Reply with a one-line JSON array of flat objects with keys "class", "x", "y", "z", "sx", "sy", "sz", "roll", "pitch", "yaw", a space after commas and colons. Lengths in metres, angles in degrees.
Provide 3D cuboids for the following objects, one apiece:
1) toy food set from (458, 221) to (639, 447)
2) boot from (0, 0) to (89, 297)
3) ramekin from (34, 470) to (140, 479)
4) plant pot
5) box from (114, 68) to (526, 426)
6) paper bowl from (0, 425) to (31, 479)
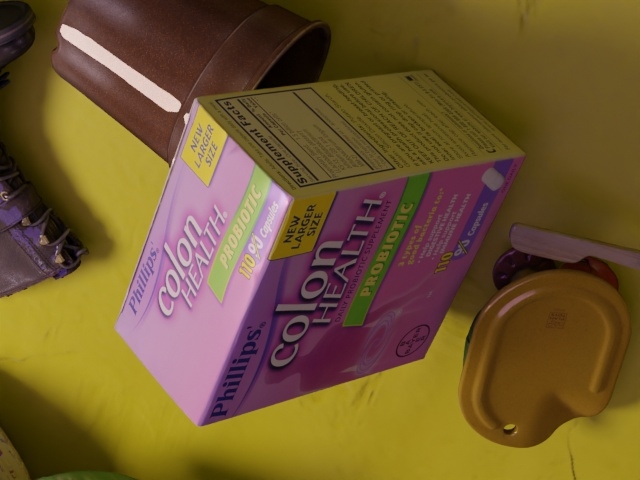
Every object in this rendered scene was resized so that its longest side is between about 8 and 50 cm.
[{"class": "toy food set", "x": 0.179, "y": 0.064, "z": 1.299, "sx": 0.128, "sy": 0.071, "sz": 0.218, "roll": 6, "pitch": 124, "yaw": -9}, {"class": "boot", "x": -0.278, "y": -0.066, "z": 1.398, "sx": 0.263, "sy": 0.091, "sz": 0.229, "roll": -26, "pitch": 111, "yaw": 34}, {"class": "ramekin", "x": -0.212, "y": 0.355, "z": 1.447, "sx": 0.148, "sy": 0.303, "sz": 0.303, "roll": 38, "pitch": 134, "yaw": 55}, {"class": "plant pot", "x": -0.106, "y": -0.136, "z": 1.245, "sx": 0.165, "sy": 0.167, "sz": 0.167, "roll": 33, "pitch": 124, "yaw": 11}, {"class": "box", "x": 0.000, "y": 0.000, "z": 1.207, "sx": 0.117, "sy": 0.243, "sz": 0.214, "roll": 46, "pitch": 129, "yaw": 31}, {"class": "paper bowl", "x": -0.405, "y": 0.246, "z": 1.567, "sx": 0.284, "sy": 0.148, "sz": 0.284, "roll": 9, "pitch": 121, "yaw": 16}]
